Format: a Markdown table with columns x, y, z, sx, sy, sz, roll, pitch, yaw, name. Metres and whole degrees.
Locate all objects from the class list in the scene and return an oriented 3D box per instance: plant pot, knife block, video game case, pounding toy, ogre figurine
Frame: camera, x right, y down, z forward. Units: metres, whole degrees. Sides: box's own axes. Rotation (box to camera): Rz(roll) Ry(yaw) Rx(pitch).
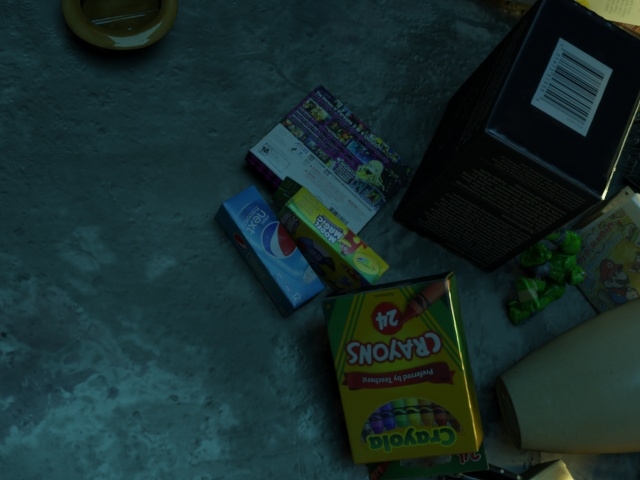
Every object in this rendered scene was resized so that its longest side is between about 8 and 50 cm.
| x | y | z | sx | sy | sz | roll | pitch | yaw | name |
| --- | --- | --- | --- | --- | --- | --- | --- | --- | --- |
| 0.440 | 0.251 | 1.718 | 0.274 | 0.256 | 0.256 | -15 | 77 | -3 | plant pot |
| 0.315 | 0.470 | 1.671 | 0.242 | 0.088 | 0.275 | -28 | 82 | -22 | knife block |
| 0.534 | 0.050 | 1.802 | 0.026 | 0.227 | 0.206 | -34 | 84 | -35 | video game case |
| 0.577 | 0.010 | 1.852 | 0.094 | 0.181 | 0.206 | -40 | 87 | -24 | pounding toy |
| 0.019 | -0.130 | 1.795 | 0.232 | 0.042 | 0.210 | 42 | 57 | 0 | video game case |
| 0.397 | 0.048 | 1.807 | 0.118 | 0.097 | 0.197 | -14 | 109 | -37 | ogre figurine |

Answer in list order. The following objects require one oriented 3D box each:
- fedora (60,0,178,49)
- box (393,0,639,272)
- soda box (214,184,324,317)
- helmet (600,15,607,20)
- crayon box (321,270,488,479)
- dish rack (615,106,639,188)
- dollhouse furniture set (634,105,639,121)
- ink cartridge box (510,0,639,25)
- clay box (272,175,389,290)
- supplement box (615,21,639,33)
| x | y | z | sx | sy | sz | roll | pitch | yaw | name |
| --- | --- | --- | --- | --- | --- | --- | --- | --- | --- |
| -0.341 | -0.391 | 1.768 | 0.194 | 0.079 | 0.194 | 3 | 72 | -9 | fedora |
| 0.327 | -0.164 | 1.718 | 0.212 | 0.395 | 0.293 | 30 | 67 | -6 | box |
| -0.084 | 0.018 | 1.711 | 0.067 | 0.071 | 0.210 | -33 | 84 | -23 | soda box |
| 0.492 | -0.339 | 1.956 | 0.162 | 0.169 | 0.169 | 4 | 70 | 1 | helmet |
| 0.134 | 0.223 | 1.606 | 0.202 | 0.081 | 0.318 | -11 | 94 | 17 | crayon box |
| 0.589 | -0.215 | 1.917 | 0.272 | 0.074 | 0.208 | 29 | 90 | -35 | dish rack |
| 0.663 | -0.294 | 2.047 | 0.152 | 0.058 | 0.076 | -22 | 79 | -22 | dollhouse furniture set |
| 0.492 | -0.585 | 1.975 | 0.385 | 0.160 | 0.279 | 14 | 66 | 11 | ink cartridge box |
| 0.000 | 0.000 | 1.712 | 0.222 | 0.127 | 0.053 | 42 | 67 | 1 | clay box |
| 0.619 | -0.498 | 2.090 | 0.188 | 0.081 | 0.104 | 24 | 67 | -7 | supplement box |
